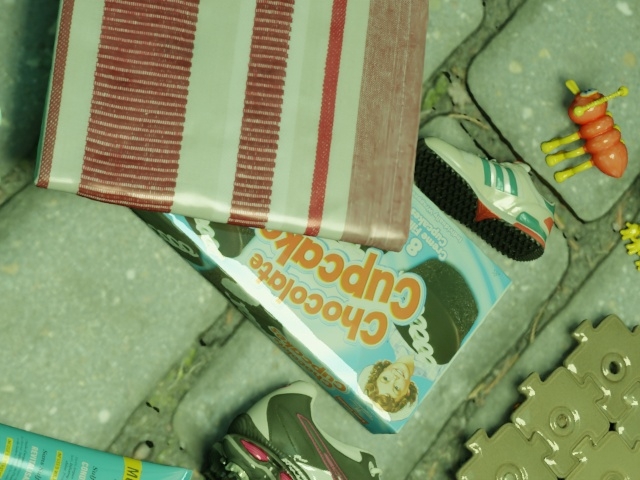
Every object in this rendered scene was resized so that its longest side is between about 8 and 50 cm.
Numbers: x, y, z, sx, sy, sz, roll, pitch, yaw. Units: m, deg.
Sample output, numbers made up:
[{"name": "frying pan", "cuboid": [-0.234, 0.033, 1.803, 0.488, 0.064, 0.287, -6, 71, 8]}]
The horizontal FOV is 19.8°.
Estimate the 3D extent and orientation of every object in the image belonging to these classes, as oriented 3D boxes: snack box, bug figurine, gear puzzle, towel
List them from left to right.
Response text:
[{"name": "towel", "cuboid": [-0.070, -0.130, 1.578, 0.329, 0.037, 0.237, 9, 79, -17]}, {"name": "snack box", "cuboid": [0.000, 0.000, 1.638, 0.322, 0.060, 0.187, 43, 70, -12]}, {"name": "gear puzzle", "cuboid": [0.269, 0.170, 1.743, 0.339, 0.044, 0.175, -42, 98, -25]}, {"name": "bug figurine", "cuboid": [0.364, -0.101, 1.798, 0.279, 0.072, 0.216, -30, 95, -24]}]

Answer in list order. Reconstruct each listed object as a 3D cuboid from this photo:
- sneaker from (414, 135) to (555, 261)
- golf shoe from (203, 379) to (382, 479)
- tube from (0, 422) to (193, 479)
[{"name": "sneaker", "cuboid": [0.155, -0.053, 1.721, 0.161, 0.057, 0.075, 39, 54, -12]}, {"name": "golf shoe", "cuboid": [0.026, 0.246, 1.597, 0.120, 0.105, 0.273, -44, 101, -29]}, {"name": "tube", "cuboid": [-0.209, 0.201, 1.536, 0.207, 0.052, 0.080, 22, 82, -24]}]
